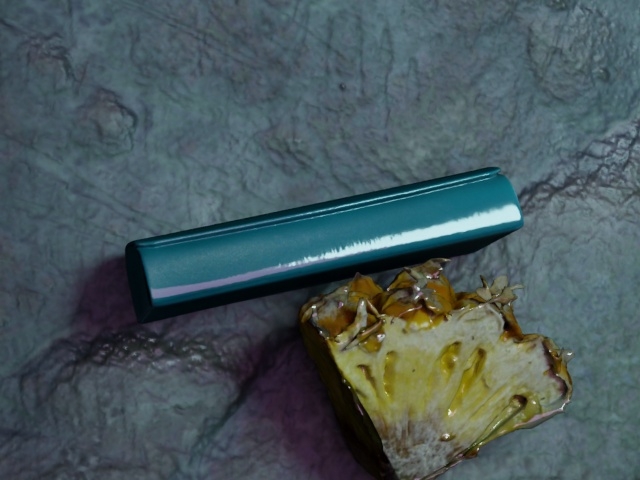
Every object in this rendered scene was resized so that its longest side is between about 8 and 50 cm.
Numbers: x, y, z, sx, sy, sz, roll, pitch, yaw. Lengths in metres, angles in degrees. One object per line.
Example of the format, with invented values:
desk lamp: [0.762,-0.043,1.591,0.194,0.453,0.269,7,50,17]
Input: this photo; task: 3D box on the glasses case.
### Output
glasses case: [0.000,-0.001,1.061,0.301,0.117,0.070,-10,83,-15]

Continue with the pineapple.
pineapple: [0.080,0.105,1.055,0.236,0.114,0.186,10,102,-22]
